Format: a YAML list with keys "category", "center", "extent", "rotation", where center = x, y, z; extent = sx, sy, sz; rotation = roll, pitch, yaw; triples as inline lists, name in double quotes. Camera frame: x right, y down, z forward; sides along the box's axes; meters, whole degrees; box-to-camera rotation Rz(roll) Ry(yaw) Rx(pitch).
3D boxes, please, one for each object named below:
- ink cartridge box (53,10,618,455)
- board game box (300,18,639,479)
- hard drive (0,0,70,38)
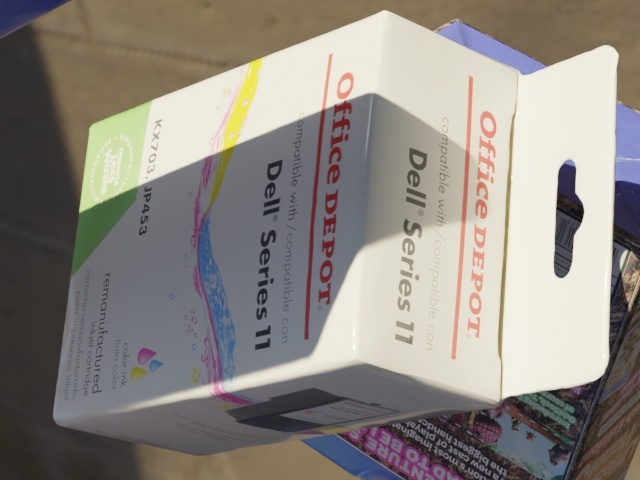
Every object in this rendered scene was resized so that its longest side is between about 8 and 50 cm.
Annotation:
- category: "ink cartridge box"
  center: [0.000, 0.000, 1.120]
  extent: [0.353, 0.119, 0.207]
  rotation: [-16, 63, 46]
- category: "board game box"
  center: [0.114, 0.040, 1.306]
  extent: [0.232, 0.141, 0.291]
  rotation: [31, 128, 23]
- category: "hard drive"
  center: [-0.211, -0.118, 0.899]
  extent: [0.319, 0.210, 0.040]
  rotation: [-19, 83, 46]
